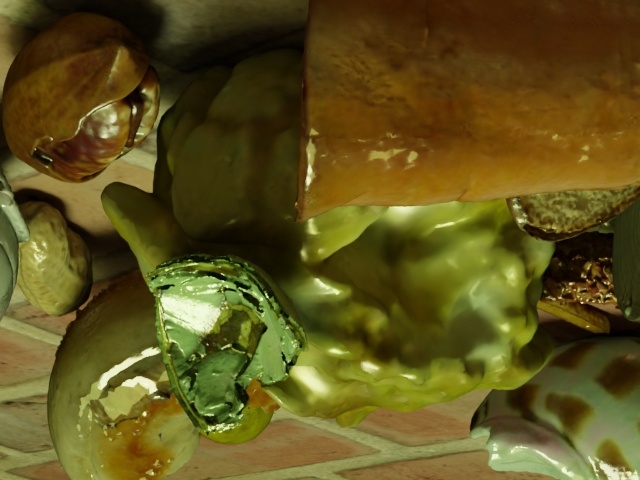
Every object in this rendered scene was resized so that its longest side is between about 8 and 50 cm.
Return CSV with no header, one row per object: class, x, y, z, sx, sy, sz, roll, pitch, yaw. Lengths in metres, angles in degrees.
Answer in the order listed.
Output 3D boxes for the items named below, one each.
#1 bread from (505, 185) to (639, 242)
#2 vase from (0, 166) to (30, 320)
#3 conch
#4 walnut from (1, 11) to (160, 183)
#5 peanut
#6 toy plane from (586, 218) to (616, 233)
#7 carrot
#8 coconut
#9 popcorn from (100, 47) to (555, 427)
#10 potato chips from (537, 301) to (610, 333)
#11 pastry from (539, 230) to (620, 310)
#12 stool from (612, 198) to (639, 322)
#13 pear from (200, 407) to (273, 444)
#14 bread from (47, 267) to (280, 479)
bread,0.184,-0.071,1.485,0.129,0.126,0.044,-22,-165,-17
vase,-0.396,0.036,1.813,0.250,0.250,0.445,10,163,-11
conch,0.341,0.201,2.070,0.368,0.197,0.249,24,-172,-40
walnut,-0.181,-0.110,1.518,0.115,0.116,0.207,14,156,-20
peanut,-0.263,0.014,1.922,0.080,0.080,0.174,3,154,8
toy plane,0.297,0.022,1.729,0.244,0.092,0.229,27,155,-3
carrot,0.112,-0.104,1.348,0.254,0.196,0.196,3,159,-2
coconut,-0.068,0.061,1.443,0.133,0.055,0.158,51,135,-4
popcorn,0.011,-0.008,1.587,0.292,0.293,0.334,40,163,56
potato chips,0.206,0.060,1.961,0.204,0.037,0.026,15,168,-35
pastry,0.206,0.018,1.653,0.169,0.087,0.063,3,117,29
stool,0.376,-0.003,1.539,0.264,0.179,0.179,11,159,-10
pear,-0.106,0.179,2.272,0.107,0.107,0.131,-1,149,18
bread,-0.163,0.115,1.957,0.314,0.171,0.192,-37,138,18
